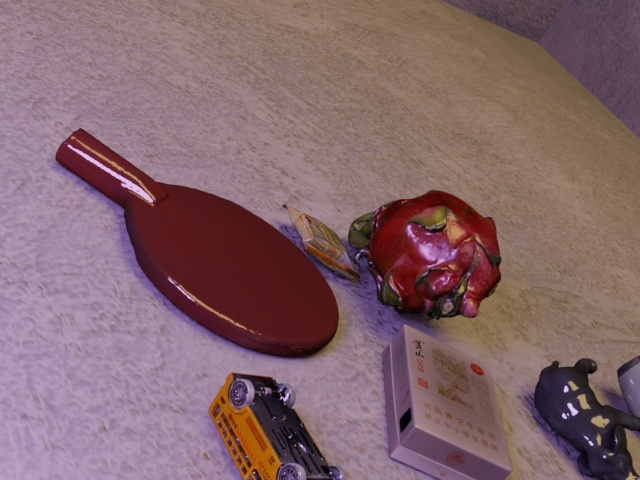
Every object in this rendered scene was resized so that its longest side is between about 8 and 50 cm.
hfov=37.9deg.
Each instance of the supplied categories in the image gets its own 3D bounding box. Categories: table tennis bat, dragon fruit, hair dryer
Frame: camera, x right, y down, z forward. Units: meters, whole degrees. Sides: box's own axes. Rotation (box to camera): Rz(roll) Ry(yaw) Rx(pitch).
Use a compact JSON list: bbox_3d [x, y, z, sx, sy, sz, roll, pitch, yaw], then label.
[{"bbox_3d":[-0.151,-0.002,1.164,0.414,0.051,0.268,36,26,1],"label":"table tennis bat"},{"bbox_3d":[0.132,0.030,1.307,0.198,0.269,0.200,55,47,-32],"label":"dragon fruit"},{"bbox_3d":[0.591,0.304,1.470,0.267,0.092,0.229,23,34,-41],"label":"hair dryer"}]

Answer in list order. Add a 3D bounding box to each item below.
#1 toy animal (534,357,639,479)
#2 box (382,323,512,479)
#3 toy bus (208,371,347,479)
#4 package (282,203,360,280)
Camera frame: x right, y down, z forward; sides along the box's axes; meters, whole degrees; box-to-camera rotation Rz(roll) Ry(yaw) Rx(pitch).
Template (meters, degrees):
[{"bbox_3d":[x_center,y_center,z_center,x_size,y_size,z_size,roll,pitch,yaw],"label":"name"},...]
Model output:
[{"bbox_3d":[0.391,0.272,1.277,0.137,0.082,0.269,4,42,-40],"label":"toy animal"},{"bbox_3d":[0.150,0.205,1.140,0.141,0.058,0.201,26,28,-15],"label":"box"},{"bbox_3d":[-0.045,0.204,0.905,0.069,0.074,0.162,17,28,-45],"label":"toy bus"},{"bbox_3d":[0.001,0.001,1.326,0.108,0.031,0.121,34,17,-32],"label":"package"}]
